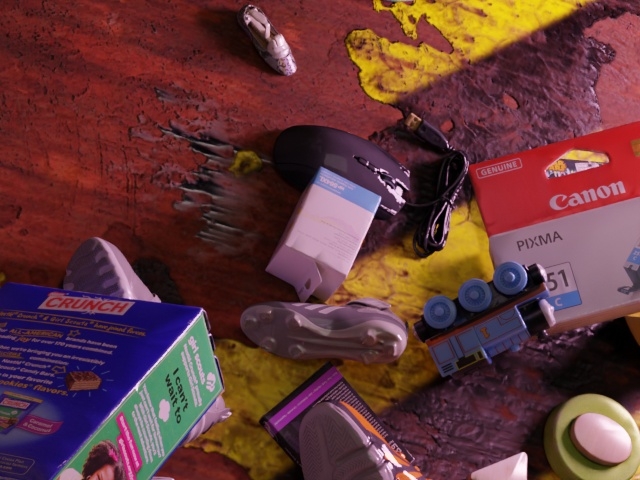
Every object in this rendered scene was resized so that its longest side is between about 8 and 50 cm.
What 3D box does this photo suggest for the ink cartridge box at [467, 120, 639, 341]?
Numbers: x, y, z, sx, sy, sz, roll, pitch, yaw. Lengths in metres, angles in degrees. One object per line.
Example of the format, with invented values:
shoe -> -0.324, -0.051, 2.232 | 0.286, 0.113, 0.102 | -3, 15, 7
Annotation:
ink cartridge box -> 0.364, -0.028, 1.983 | 0.296, 0.066, 0.261 | -15, 72, 1

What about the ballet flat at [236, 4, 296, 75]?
ballet flat -> -0.071, -0.272, 2.024 | 0.041, 0.041, 0.114 | -35, 81, -28

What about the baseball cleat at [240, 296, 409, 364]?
baseball cleat -> 0.007, 0.107, 1.873 | 0.206, 0.072, 0.109 | 12, 24, 5

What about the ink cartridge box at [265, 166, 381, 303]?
ink cartridge box -> 0.000, 0.000, 1.896 | 0.090, 0.092, 0.143 | 28, 61, -5

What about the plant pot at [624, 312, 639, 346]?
plant pot -> 0.476, 0.125, 1.991 | 0.134, 0.134, 0.095 | -18, 97, -24

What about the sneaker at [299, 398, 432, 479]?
sneaker -> 0.111, 0.307, 1.775 | 0.180, 0.124, 0.321 | -30, 87, -49

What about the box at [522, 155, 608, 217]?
box -> 0.340, -0.066, 2.076 | 0.137, 0.027, 0.094 | 3, 65, -17

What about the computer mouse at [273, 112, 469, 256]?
computer mouse -> 0.080, -0.112, 1.992 | 0.262, 0.060, 0.184 | 29, 62, -5

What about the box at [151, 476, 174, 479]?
box -> -0.215, 0.390, 1.609 | 0.094, 0.113, 0.275 | 5, 80, -18

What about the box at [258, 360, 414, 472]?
box -> 0.020, 0.243, 1.831 | 0.116, 0.029, 0.162 | -37, 81, -28

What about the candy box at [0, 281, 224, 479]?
candy box -> -0.295, 0.182, 1.579 | 0.268, 0.122, 0.317 | 6, 33, 26

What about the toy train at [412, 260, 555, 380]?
toy train -> 0.210, 0.100, 1.896 | 0.184, 0.080, 0.105 | -26, 78, 6

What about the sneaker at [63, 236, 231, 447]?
sneaker -> -0.209, 0.121, 1.790 | 0.115, 0.105, 0.281 | -4, 59, -57

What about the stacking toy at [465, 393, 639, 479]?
stacking toy -> 0.359, 0.327, 1.849 | 0.309, 0.130, 0.279 | -29, 79, -27
